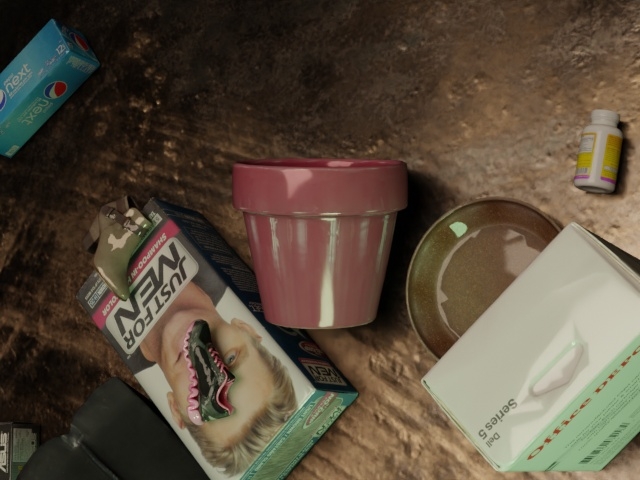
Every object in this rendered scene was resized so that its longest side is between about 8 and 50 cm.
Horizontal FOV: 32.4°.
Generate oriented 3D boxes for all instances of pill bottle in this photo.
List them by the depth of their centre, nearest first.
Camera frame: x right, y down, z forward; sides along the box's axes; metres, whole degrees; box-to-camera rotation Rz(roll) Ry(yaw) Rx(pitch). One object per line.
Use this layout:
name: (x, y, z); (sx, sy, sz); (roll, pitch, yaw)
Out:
pill bottle: (0.295, -0.094, 1.165); (0.043, 0.043, 0.083); (8, 84, 32)

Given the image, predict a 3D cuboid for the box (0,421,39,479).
box: (-0.473, 0.372, 1.521); (0.183, 0.056, 0.231); (-9, 75, 29)

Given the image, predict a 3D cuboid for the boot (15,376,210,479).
boot: (-0.217, 0.413, 1.247); (0.367, 0.146, 0.445); (-39, 62, -21)

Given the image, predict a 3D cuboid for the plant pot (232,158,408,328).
plant pot: (0.000, 0.000, 1.247); (0.201, 0.201, 0.180); (3, 97, 31)

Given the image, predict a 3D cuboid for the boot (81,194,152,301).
boot: (-0.240, 0.004, 1.346); (0.087, 0.042, 0.118); (-41, 68, 8)

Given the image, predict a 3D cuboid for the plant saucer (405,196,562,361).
plant saucer: (0.189, 0.053, 1.203); (0.198, 0.036, 0.199); (-7, 76, 30)

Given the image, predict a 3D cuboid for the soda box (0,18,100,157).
soda box: (-0.422, -0.220, 1.607); (0.210, 0.067, 0.071); (-41, 62, 17)

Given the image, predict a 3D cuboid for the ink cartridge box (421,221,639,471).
ink cartridge box: (0.244, 0.109, 1.018); (0.198, 0.273, 0.115); (-49, 60, 13)

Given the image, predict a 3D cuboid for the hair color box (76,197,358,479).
hair color box: (-0.134, 0.125, 1.341); (0.174, 0.105, 0.347); (-51, 60, 12)

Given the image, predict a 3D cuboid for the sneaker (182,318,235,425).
sneaker: (-0.122, 0.147, 1.244); (0.057, 0.047, 0.119); (-9, 83, 22)
